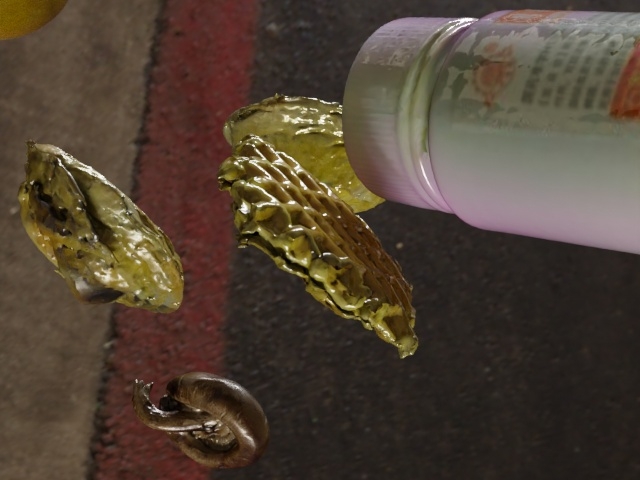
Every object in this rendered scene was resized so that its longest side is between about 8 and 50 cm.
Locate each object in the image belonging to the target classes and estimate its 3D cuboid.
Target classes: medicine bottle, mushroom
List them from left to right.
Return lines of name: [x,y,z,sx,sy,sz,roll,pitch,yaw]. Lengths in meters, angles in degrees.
mushroom: [-0.139,0.202,1.604,0.170,0.135,0.080,24,42,-7]
medicine bottle: [0.223,-0.108,1.309,0.219,0.388,0.219,-10,104,-45]

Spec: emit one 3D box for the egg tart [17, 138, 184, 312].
egg tart: [-0.308,0.000,1.806,0.132,0.297,0.297,-45,104,-22]

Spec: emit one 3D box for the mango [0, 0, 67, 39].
mango: [-0.366,-0.367,1.424,0.300,0.446,0.232,1,64,-6]

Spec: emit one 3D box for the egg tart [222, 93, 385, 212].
egg tart: [-0.002,-0.090,1.627,0.252,0.232,0.098,32,63,-51]

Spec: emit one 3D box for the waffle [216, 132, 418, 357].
waffle: [0.001,-0.001,1.315,0.245,0.052,0.254,38,15,-19]
